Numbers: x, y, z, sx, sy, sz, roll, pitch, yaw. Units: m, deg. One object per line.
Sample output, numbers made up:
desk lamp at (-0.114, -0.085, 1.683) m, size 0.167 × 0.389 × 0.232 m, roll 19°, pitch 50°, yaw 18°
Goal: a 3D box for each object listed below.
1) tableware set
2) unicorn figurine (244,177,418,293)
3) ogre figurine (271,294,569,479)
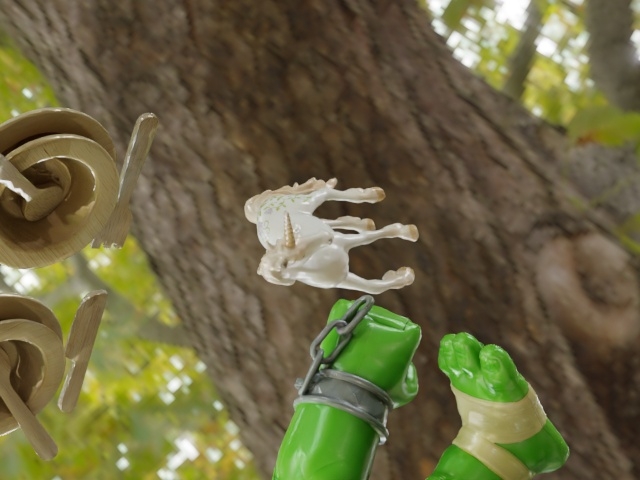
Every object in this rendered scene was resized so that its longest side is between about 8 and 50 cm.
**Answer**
tableware set at (-0.147, 0.026, 0.896) m, size 0.128 × 0.039 × 0.194 m, roll -4°, pitch -53°, yaw -36°
unicorn figurine at (0.000, 0.000, 1.103) m, size 0.111 × 0.162 × 0.060 m, roll -4°, pitch -81°, yaw -23°
ogre figurine at (0.055, 0.115, 0.586) m, size 0.197 × 0.097 × 0.118 m, roll 42°, pitch -107°, yaw -3°
